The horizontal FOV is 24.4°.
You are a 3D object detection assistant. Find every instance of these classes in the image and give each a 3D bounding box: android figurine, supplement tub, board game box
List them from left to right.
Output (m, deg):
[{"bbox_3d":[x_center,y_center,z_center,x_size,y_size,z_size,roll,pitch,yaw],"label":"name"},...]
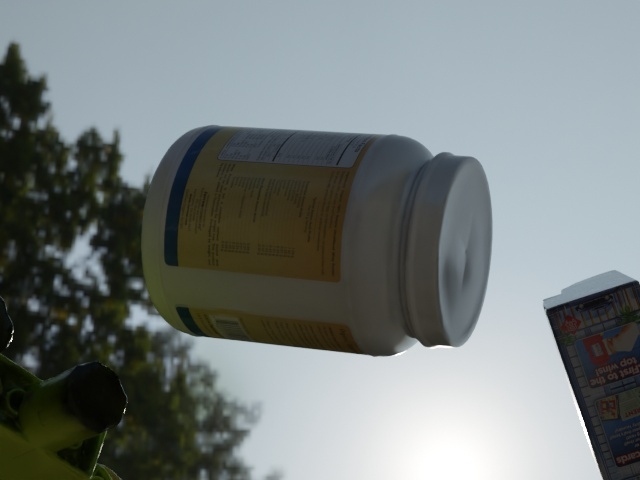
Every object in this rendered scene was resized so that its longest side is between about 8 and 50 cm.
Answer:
[{"bbox_3d":[-0.248,0.113,0.901,0.273,0.056,0.248,-25,-52,37],"label":"android figurine"},{"bbox_3d":[0.000,0.000,0.968,0.200,0.144,0.144,5,-44,22],"label":"supplement tub"},{"bbox_3d":[0.200,0.121,0.947,0.060,0.194,0.194,-18,-92,7],"label":"board game box"}]

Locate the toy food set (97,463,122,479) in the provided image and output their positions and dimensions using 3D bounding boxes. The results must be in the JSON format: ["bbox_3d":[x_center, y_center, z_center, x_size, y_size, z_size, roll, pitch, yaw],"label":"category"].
[{"bbox_3d":[-0.204,0.204,1.057,0.128,0.218,0.071,-25,-76,-1],"label":"toy food set"}]
